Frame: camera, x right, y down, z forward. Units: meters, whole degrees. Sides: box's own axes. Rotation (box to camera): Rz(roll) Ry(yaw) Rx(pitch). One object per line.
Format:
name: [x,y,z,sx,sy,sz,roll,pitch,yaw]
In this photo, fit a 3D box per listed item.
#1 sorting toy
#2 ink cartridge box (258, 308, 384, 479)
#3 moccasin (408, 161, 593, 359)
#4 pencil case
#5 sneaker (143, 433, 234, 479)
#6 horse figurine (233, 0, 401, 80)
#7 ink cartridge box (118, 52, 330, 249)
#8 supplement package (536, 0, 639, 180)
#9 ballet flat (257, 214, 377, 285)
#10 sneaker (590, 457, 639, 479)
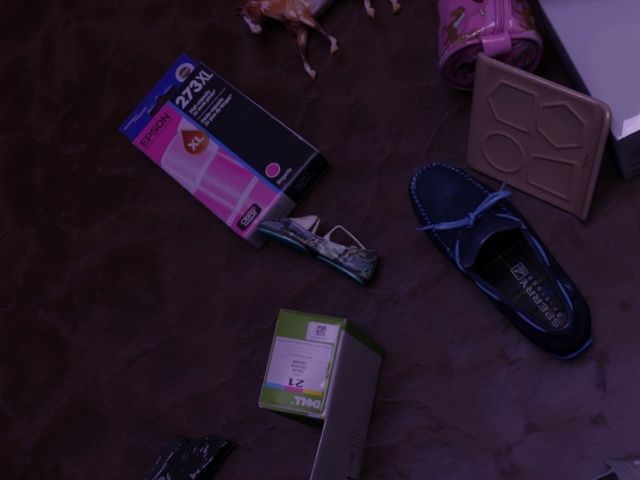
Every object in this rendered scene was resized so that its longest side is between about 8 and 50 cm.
sorting toy: [0.290,-0.142,1.308,0.208,0.193,0.038,32,54,29]
ink cartridge box: [-0.007,0.238,1.273,0.097,0.189,0.255,7,75,22]
moccasin: [0.243,0.003,1.301,0.138,0.117,0.342,-45,63,1]
pencil case: [0.226,-0.410,1.422,0.160,0.167,0.386,-18,67,35]
sneaker: [-0.200,0.345,1.387,0.089,0.051,0.170,23,78,31]
horse figurine: [0.013,-0.385,1.557,0.263,0.066,0.174,-39,69,7]
ink cartridge box: [-0.172,-0.160,1.551,0.371,0.069,0.176,39,88,30]
supplement package: [0.439,-0.253,1.301,0.204,0.145,0.262,-26,64,11]
ballet flat: [0.000,0.000,1.421,0.188,0.070,0.070,27,83,12]
sneaker: [0.356,0.368,1.157,0.132,0.086,0.229,3,63,27]
